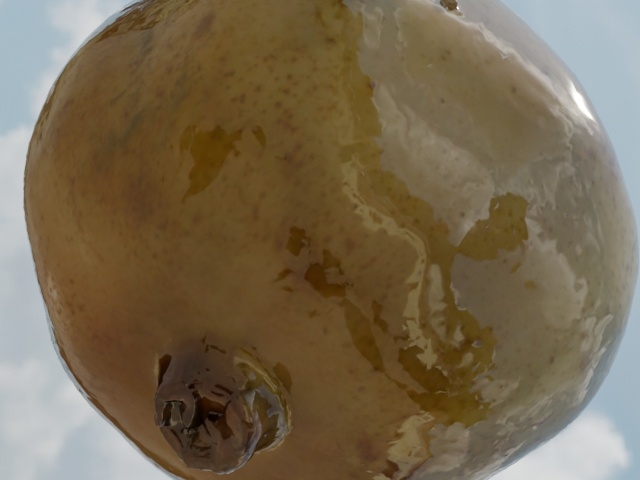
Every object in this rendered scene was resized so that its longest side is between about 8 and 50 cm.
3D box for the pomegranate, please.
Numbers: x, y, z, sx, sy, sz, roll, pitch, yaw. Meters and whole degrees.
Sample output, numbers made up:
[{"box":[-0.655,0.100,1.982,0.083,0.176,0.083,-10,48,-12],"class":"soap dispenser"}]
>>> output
[{"box":[0.000,0.000,1.312,0.417,0.417,0.416,14,-74,60],"class":"pomegranate"}]
